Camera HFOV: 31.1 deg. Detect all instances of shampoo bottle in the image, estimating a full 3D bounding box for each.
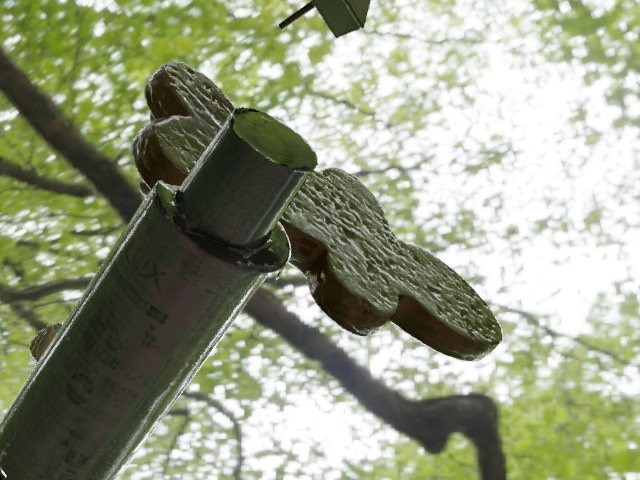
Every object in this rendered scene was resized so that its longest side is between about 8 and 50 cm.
[{"bbox_3d":[-0.077,0.035,0.529,0.072,0.214,0.072,30,-156,-15],"label":"shampoo bottle"}]

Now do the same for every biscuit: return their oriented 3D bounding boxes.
[{"bbox_3d":[-0.001,0.001,1.128,0.432,0.064,0.283,33,-157,-18],"label":"biscuit"}]

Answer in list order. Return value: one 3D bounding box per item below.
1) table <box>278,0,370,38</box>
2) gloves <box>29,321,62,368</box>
[{"bbox_3d":[-0.042,-0.357,1.350,0.240,0.111,0.121,53,-145,-34],"label":"table"},{"bbox_3d":[-0.262,0.110,1.111,0.044,0.081,0.037,40,-144,26],"label":"gloves"}]
